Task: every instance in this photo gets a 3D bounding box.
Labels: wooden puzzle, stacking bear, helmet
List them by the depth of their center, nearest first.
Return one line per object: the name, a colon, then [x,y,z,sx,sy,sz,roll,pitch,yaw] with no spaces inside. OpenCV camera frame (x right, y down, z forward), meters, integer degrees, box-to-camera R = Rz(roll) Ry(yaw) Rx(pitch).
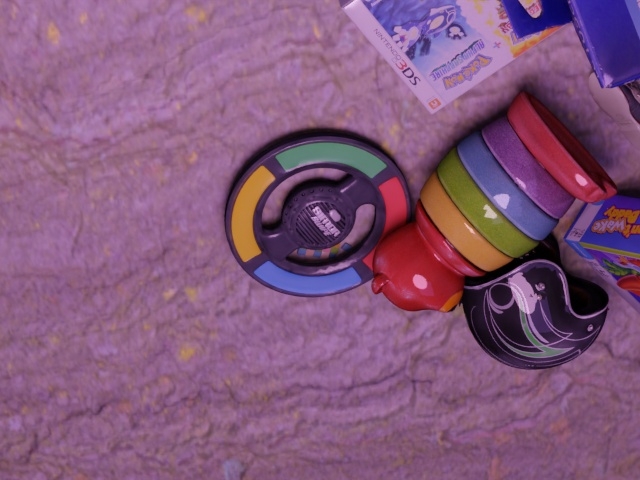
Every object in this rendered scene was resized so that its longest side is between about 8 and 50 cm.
stacking bear: [0.185,-0.024,2.102,0.289,0.175,0.164,-42,82,14]
wooden puzzle: [0.000,0.000,2.203,0.083,0.006,0.049,8,124,-14]
helmet: [0.266,0.082,2.204,0.169,0.169,0.161,-29,109,13]

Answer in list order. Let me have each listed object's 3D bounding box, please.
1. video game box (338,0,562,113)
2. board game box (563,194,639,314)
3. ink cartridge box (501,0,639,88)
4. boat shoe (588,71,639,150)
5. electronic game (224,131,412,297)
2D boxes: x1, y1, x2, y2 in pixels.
video game box: [0.154,-0.266,2.008,0.205,0.048,0.187,-34,125,16]
board game box: [0.491,0.081,2.189,0.347,0.233,0.078,41,76,-30]
ink cartridge box: [0.374,-0.328,1.862,0.395,0.151,0.270,-22,92,10]
boat shoe: [0.367,-0.163,2.114,0.137,0.049,0.043,47,66,-29]
electronic game: [-0.002,-0.029,2.149,0.229,0.048,0.229,-4,122,-6]
